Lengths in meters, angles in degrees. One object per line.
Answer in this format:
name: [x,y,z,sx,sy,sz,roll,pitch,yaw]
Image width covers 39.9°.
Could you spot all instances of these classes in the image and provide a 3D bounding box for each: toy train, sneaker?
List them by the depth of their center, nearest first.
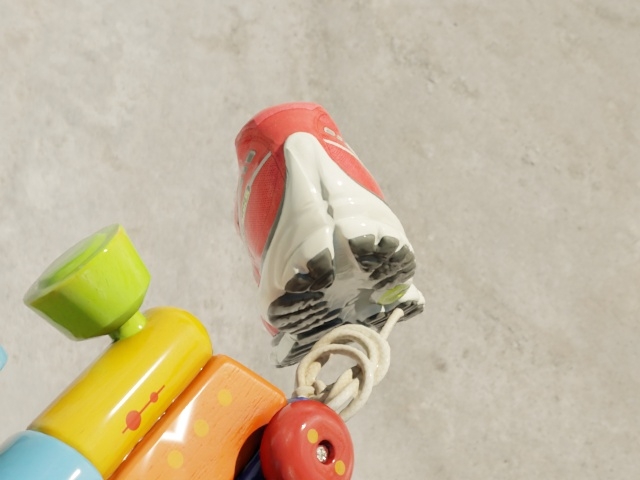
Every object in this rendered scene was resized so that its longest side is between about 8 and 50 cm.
toy train: [-0.059,0.052,0.359,0.143,0.105,0.248,55,44,-15]
sneaker: [0.000,0.000,0.536,0.107,0.279,0.118,-20,73,-8]
